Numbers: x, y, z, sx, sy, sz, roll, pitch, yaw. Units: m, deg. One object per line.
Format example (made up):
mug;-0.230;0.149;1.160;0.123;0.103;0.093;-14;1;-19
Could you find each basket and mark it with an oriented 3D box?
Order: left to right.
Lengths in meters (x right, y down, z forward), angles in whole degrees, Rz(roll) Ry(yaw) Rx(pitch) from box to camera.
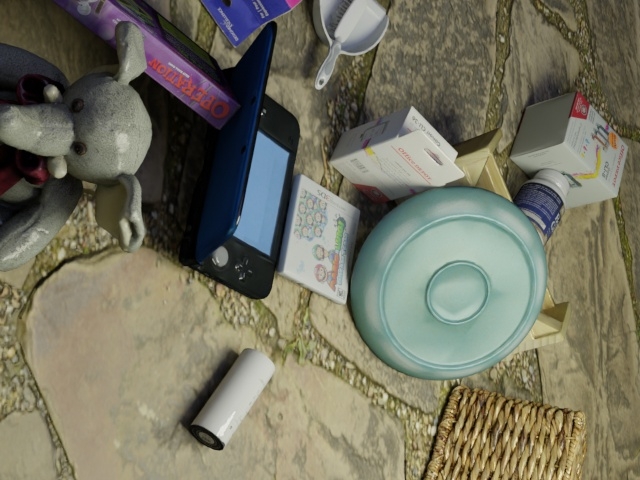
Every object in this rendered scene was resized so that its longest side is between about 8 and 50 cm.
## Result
basket;0.294;0.415;1.578;0.213;0.223;0.299;65;40;-55

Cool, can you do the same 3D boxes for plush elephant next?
plush elephant;-0.303;-0.109;1.079;0.330;0.255;0.271;-5;84;-41

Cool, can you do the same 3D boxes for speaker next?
speaker;-0.115;0.210;1.302;0.055;0.055;0.136;49;54;-21

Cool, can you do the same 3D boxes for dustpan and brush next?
dustpan and brush;0.030;-0.324;1.534;0.147;0.060;0.211;37;74;-31

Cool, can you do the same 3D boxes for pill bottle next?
pill bottle;0.384;-0.051;1.754;0.094;0.094;0.169;52;53;-19

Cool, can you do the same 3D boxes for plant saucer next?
plant saucer;0.205;0.075;1.487;0.318;0.043;0.317;-3;106;-11

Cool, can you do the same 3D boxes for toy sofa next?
toy sofa;0.272;0.011;1.628;0.362;0.177;0.150;66;25;-10

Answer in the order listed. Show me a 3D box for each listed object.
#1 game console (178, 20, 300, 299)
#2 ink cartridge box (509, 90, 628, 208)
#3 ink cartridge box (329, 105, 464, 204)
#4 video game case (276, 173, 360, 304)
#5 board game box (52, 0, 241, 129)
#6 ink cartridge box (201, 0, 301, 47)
game console;-0.072;-0.094;1.295;0.250;0.173;0.293;32;61;-47
ink cartridge box;0.468;-0.165;1.828;0.176;0.127;0.128;38;58;-29
ink cartridge box;0.124;-0.131;1.482;0.115;0.198;0.067;41;57;-27
video game case;0.000;0.000;1.454;0.143;0.019;0.157;30;62;-43
board game box;-0.257;-0.286;1.210;0.347;0.208;0.056;37;98;-28
ink cartridge box;-0.042;-0.467;1.452;0.371;0.069;0.175;-45;114;-21
